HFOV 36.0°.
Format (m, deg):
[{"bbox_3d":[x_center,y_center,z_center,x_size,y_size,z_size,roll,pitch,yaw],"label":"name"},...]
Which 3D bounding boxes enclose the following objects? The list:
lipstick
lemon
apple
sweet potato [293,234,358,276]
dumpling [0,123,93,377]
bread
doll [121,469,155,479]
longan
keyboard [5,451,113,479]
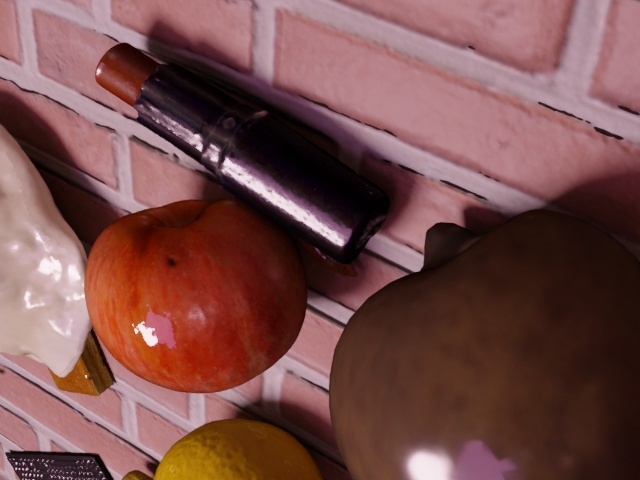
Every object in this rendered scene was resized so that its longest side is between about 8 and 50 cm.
[{"bbox_3d":[-0.075,-0.086,0.878,0.300,0.081,0.081,35,136,13],"label":"lipstick"},{"bbox_3d":[-0.092,0.291,1.090,0.244,0.187,0.186,-2,118,46],"label":"lemon"},{"bbox_3d":[-0.117,0.043,0.924,0.209,0.209,0.164,2,118,38],"label":"apple"},{"bbox_3d":[0.000,0.000,0.913,0.095,0.034,0.034,49,137,2],"label":"sweet potato"},{"bbox_3d":[-0.362,0.028,1.110,0.243,0.187,0.318,24,129,28],"label":"dumpling"},{"bbox_3d":[-0.323,0.154,1.282,0.090,0.035,0.094,4,122,38],"label":"bread"},{"bbox_3d":[-0.214,0.368,1.309,0.137,0.097,0.209,49,143,-9],"label":"doll"},{"bbox_3d":[0.138,0.114,0.747,0.243,0.300,0.300,24,153,-38],"label":"longan"},{"bbox_3d":[-0.396,0.360,1.502,0.251,0.017,0.087,-10,112,42],"label":"keyboard"}]
